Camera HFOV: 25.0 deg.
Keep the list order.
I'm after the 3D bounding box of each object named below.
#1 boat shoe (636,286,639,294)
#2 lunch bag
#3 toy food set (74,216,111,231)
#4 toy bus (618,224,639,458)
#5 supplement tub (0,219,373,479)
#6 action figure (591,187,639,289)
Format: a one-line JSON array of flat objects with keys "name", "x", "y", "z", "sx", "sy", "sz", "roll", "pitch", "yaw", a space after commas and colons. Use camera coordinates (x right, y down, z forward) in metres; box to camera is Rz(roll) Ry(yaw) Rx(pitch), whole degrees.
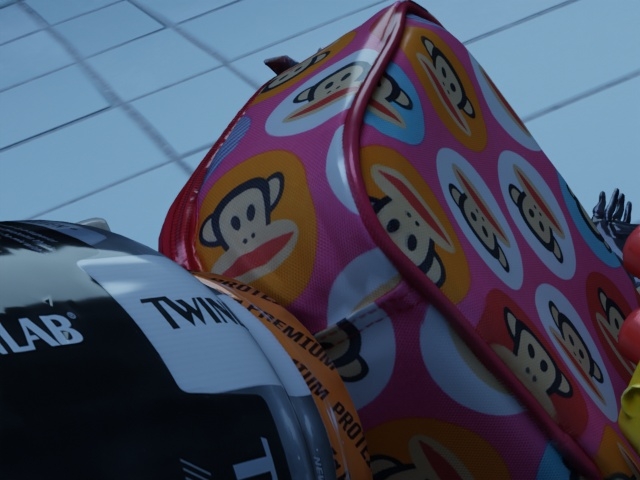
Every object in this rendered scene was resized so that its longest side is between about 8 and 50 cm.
[{"name": "boat shoe", "x": 0.289, "y": 0.059, "z": 0.701, "sx": 0.285, "sy": 0.103, "sz": 0.092, "roll": 7, "pitch": 28, "yaw": 36}, {"name": "lunch bag", "x": 0.074, "y": 0.041, "z": 0.635, "sx": 0.120, "sy": 0.293, "sz": 0.258, "roll": -29, "pitch": 17, "yaw": 26}, {"name": "toy food set", "x": -0.227, "y": 0.077, "z": 1.016, "sx": 0.219, "sy": 0.092, "sz": 0.306, "roll": -22, "pitch": 25, "yaw": -9}, {"name": "toy bus", "x": 0.185, "y": 0.063, "z": 0.524, "sx": 0.211, "sy": 0.149, "sz": 0.220, "roll": 39, "pitch": 13, "yaw": 29}, {"name": "supplement tub", "x": -0.130, "y": 0.093, "z": 0.383, "sx": 0.193, "sy": 0.194, "sz": 0.316, "roll": 0, "pitch": 3, "yaw": 34}, {"name": "action figure", "x": 0.294, "y": -0.021, "z": 0.793, "sx": 0.275, "sy": 0.164, "sz": 0.141, "roll": -11, "pitch": 60, "yaw": 32}]
